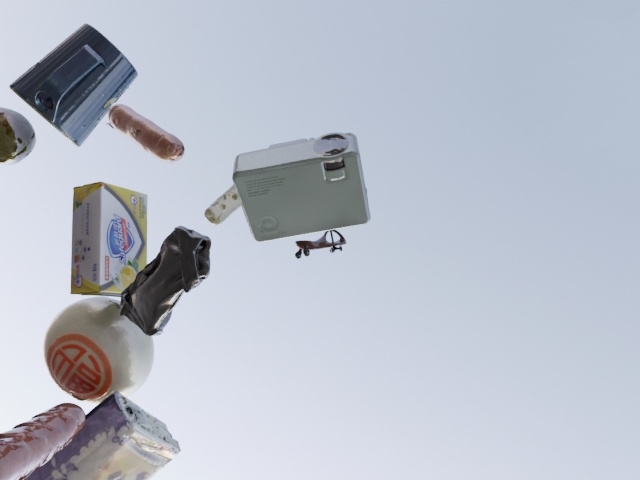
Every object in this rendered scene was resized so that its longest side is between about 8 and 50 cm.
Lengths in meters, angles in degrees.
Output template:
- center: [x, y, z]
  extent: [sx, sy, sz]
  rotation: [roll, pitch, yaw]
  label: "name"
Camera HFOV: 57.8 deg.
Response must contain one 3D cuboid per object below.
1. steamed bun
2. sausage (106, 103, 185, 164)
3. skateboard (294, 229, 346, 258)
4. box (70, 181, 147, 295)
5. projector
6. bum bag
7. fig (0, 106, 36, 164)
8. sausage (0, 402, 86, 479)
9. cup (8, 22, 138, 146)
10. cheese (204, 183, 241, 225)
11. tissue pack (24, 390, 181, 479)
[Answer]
- center: [-0.573, 0.291, 1.471]
  extent: [0.282, 0.177, 0.283]
  rotation: [3, -72, 11]
  label: "steamed bun"
- center: [-0.541, -0.329, 1.772]
  extent: [0.419, 0.094, 0.094]
  rotation: [33, -49, 39]
  label: "sausage"
- center: [0.000, 0.000, 1.579]
  extent: [0.067, 0.151, 0.080]
  rotation: [-19, -100, 63]
  label: "skateboard"
- center: [-0.509, 0.005, 1.409]
  extent: [0.097, 0.168, 0.265]
  rotation: [-6, -101, 23]
  label: "box"
- center: [-0.036, -0.112, 1.201]
  extent: [0.256, 0.099, 0.192]
  rotation: [-10, -48, 6]
  label: "projector"
- center: [-0.313, 0.088, 1.187]
  extent: [0.326, 0.079, 0.142]
  rotation: [-41, -111, 35]
  label: "bum bag"
- center: [-0.738, -0.262, 1.262]
  extent: [0.236, 0.124, 0.124]
  rotation: [35, -55, -8]
  label: "fig"
- center: [-0.492, 0.345, 0.946]
  extent: [0.087, 0.433, 0.088]
  rotation: [0, -93, 1]
  label: "sausage"
- center: [-0.375, -0.246, 0.896]
  extent: [0.131, 0.155, 0.176]
  rotation: [43, -10, -18]
  label: "cup"
- center: [-0.266, -0.114, 1.704]
  extent: [0.065, 0.194, 0.043]
  rotation: [46, -44, -9]
  label: "cheese"
- center: [-0.528, 0.533, 1.352]
  extent: [0.125, 0.343, 0.242]
  rotation: [42, -13, 40]
  label: "tissue pack"
